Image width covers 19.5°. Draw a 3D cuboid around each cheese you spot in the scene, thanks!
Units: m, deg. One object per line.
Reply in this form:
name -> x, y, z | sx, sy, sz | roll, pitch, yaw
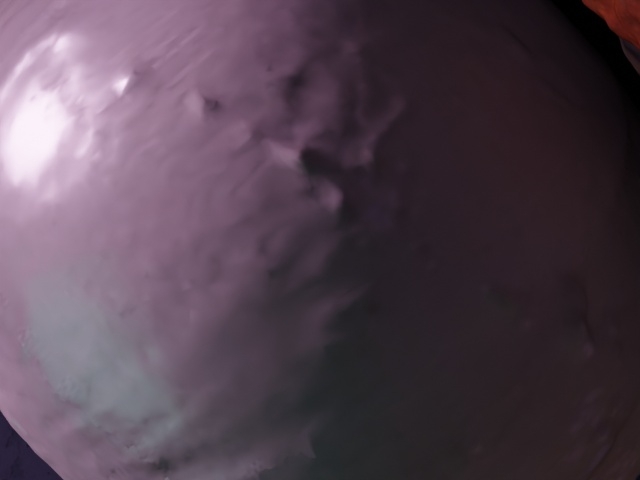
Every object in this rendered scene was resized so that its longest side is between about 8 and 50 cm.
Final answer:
cheese -> 0.000, 0.000, 0.435 | 0.198, 0.154, 0.189 | 49, -169, -12

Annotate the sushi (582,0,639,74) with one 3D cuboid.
sushi -> 0.073, -0.033, 0.339 | 0.120, 0.026, 0.126 | 53, 173, -16
